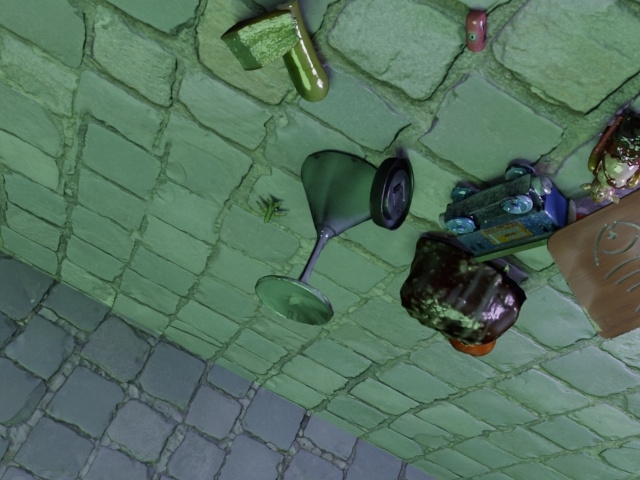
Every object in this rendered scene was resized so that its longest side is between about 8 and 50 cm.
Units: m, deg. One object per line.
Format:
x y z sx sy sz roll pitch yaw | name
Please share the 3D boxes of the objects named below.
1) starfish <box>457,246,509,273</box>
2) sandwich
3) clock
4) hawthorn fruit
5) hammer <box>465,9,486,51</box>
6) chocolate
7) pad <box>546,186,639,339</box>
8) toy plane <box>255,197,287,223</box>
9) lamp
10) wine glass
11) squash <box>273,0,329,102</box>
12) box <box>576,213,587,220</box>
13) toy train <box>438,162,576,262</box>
0.459 0.083 1.829 0.223 0.050 0.217 39 151 -2 | starfish
-0.138 -0.424 1.385 0.094 0.096 0.258 56 162 -23 | sandwich
0.177 -0.117 1.614 0.040 0.184 0.184 12 144 30 | clock
0.492 0.234 1.941 0.165 0.165 0.285 28 136 -5 | hawthorn fruit
0.303 -0.407 1.269 0.043 0.043 0.083 10 145 20 | hammer
0.372 0.164 1.795 0.340 0.210 0.225 30 157 9 | chocolate
0.691 0.049 1.441 0.287 0.018 0.284 -30 92 21 | pad
-0.152 -0.089 1.974 0.102 0.040 0.111 27 147 -1 | toy plane
0.615 -0.153 1.363 0.118 0.118 0.253 21 145 5 | lamp
0.000 0.000 1.685 0.267 0.406 0.267 18 148 12 | wine glass
-0.045 -0.416 1.440 0.083 0.083 0.250 3 137 28 | squash
0.683 -0.004 1.576 0.175 0.048 0.112 10 144 20 | box
0.448 -0.065 1.578 0.202 0.131 0.300 35 146 -28 | toy train
